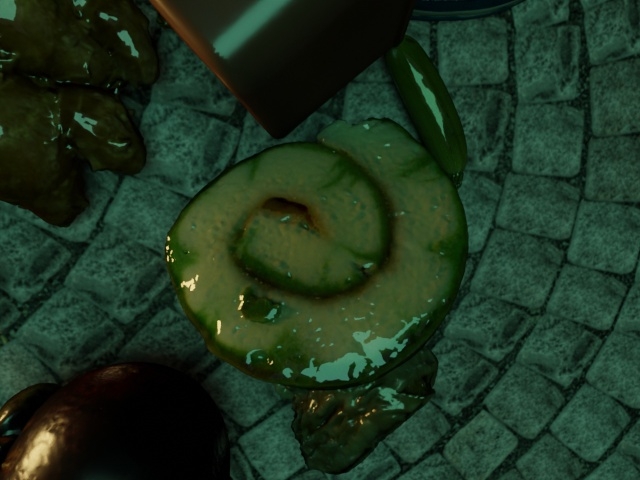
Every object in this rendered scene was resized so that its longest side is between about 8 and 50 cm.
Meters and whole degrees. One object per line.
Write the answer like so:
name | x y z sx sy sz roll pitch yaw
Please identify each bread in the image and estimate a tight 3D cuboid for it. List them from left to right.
bread | 0.000 0.000 0.618 0.366 0.129 0.382 17 71 13

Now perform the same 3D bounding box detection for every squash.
squash | 0.168 -0.192 0.706 0.066 0.066 0.252 -29 102 -2

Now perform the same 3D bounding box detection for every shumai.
shumai | 0.037 0.208 0.715 0.218 0.189 0.256 42 108 7

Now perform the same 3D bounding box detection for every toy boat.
toy boat | 0.199 -0.379 0.684 0.299 0.062 0.096 -2 98 -6

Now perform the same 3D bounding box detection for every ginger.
ginger | -0.362 -0.194 0.609 0.274 0.152 0.358 8 98 -28

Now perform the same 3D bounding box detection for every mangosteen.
mangosteen | -0.289 0.302 0.615 0.346 0.307 0.307 15 97 8

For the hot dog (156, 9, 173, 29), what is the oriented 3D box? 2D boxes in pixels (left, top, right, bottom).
hot dog | -0.187 -0.348 0.660 0.049 0.037 0.122 39 98 -22

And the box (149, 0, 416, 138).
box | -0.052 -0.282 0.524 0.229 0.339 0.239 -42 91 5
